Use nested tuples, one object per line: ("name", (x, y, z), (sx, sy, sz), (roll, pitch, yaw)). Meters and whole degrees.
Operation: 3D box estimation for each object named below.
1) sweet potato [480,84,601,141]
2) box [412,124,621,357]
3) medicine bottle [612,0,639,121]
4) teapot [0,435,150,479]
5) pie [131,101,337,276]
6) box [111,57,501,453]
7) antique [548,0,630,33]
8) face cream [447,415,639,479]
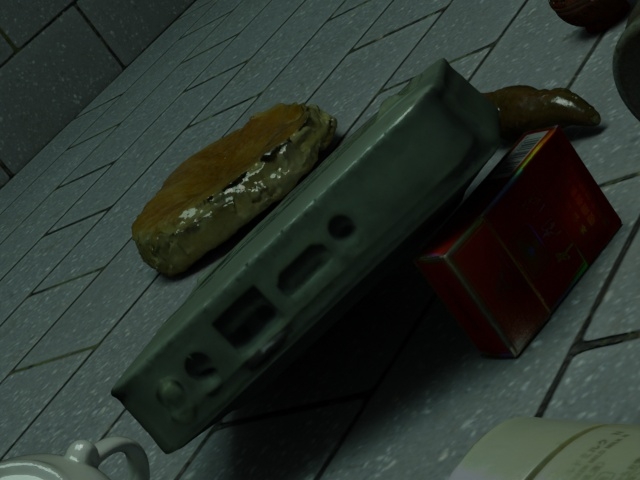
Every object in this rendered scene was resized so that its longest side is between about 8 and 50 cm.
("sweet potato", (0.203, -0.136, 1.530), (0.067, 0.067, 0.274), (-43, 22, -20))
("box", (0.167, 0.000, 1.182), (0.175, 0.112, 0.048), (-48, 22, -28))
("medicine bottle", (0.390, -0.229, 1.268), (0.151, 0.151, 0.322), (-14, 29, 50))
("teapot", (-0.250, 0.278, 1.243), (0.204, 0.139, 0.298), (18, 48, 35))
("pie", (-0.122, -0.083, 1.977), (0.339, 0.083, 0.339), (-35, 16, 12))
("box", (0.000, 0.001, 1.327), (0.396, 0.111, 0.396), (-44, 3, 13))
("antique", (0.316, -0.300, 1.672), (0.104, 0.104, 0.104), (-33, 18, 12))
("face cream", (0.182, 0.172, 0.773), (0.173, 0.081, 0.348), (-46, 20, -26))
